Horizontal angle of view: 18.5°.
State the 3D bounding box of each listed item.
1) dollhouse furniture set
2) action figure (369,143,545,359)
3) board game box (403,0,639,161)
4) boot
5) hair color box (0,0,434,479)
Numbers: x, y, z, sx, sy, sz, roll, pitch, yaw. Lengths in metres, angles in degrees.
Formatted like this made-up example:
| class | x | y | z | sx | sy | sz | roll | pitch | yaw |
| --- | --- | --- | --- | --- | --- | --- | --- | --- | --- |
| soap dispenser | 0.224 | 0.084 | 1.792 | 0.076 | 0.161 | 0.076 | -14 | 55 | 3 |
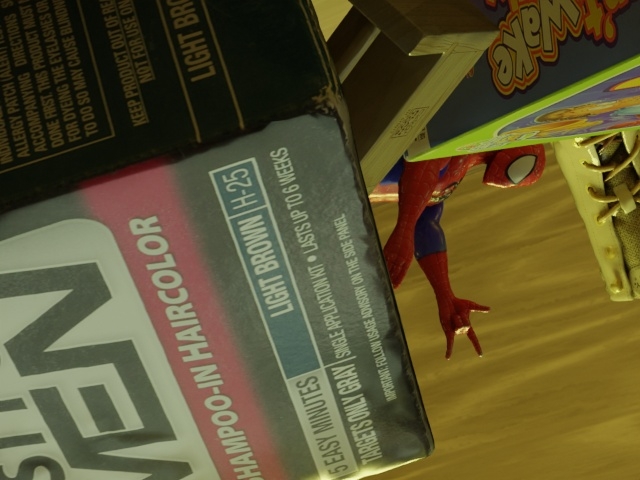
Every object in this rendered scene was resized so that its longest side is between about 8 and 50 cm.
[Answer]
| class | x | y | z | sx | sy | sz | roll | pitch | yaw |
| --- | --- | --- | --- | --- | --- | --- | --- | --- | --- |
| dollhouse furniture set | -0.038 | -0.049 | 0.728 | 0.184 | 0.129 | 0.129 | -51 | 166 | 21 |
| action figure | 0.000 | 0.000 | 1.058 | 0.280 | 0.139 | 0.091 | -10 | 162 | -16 |
| board game box | 0.197 | -0.113 | 0.772 | 0.233 | 0.078 | 0.347 | -9 | 175 | -21 |
| boot | 0.239 | -0.052 | 1.576 | 0.095 | 0.203 | 0.262 | -19 | 180 | 6 |
| hair color box | -0.154 | 0.033 | 0.557 | 0.347 | 0.105 | 0.174 | -18 | 141 | 0 |
